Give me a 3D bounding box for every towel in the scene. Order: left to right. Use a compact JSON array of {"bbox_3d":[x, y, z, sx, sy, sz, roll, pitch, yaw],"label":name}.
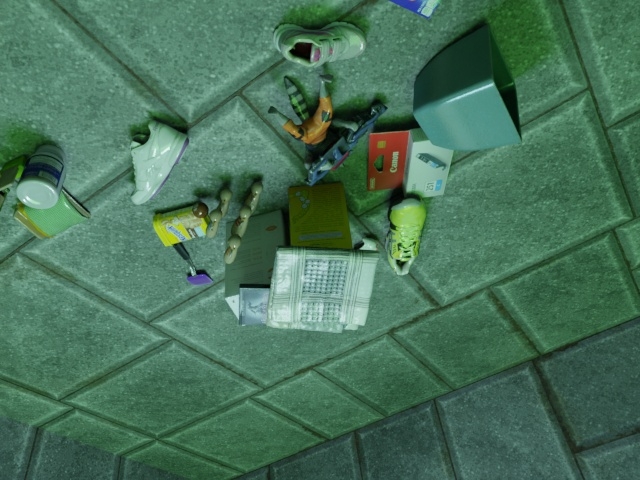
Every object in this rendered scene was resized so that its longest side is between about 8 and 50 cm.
[{"bbox_3d":[0.002,0.158,1.660,0.312,0.056,0.324,3,125,-9],"label":"towel"}]

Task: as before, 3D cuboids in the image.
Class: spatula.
[{"bbox_3d":[-0.498,0.090,2.075,0.084,0.030,0.296,-12,137,7],"label":"spatula"}]

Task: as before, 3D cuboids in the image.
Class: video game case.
[{"bbox_3d":[-0.122,0.208,1.753,0.274,0.026,0.196,1,137,-8],"label":"video game case"}]

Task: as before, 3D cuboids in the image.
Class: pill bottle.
[{"bbox_3d":[-0.812,-0.193,1.610,0.112,0.187,0.112,-5,136,-5],"label":"pill bottle"}]

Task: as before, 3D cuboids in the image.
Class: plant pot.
[{"bbox_3d":[0.405,-0.403,1.563,0.252,0.248,0.247,-15,139,30],"label":"plant pot"}]

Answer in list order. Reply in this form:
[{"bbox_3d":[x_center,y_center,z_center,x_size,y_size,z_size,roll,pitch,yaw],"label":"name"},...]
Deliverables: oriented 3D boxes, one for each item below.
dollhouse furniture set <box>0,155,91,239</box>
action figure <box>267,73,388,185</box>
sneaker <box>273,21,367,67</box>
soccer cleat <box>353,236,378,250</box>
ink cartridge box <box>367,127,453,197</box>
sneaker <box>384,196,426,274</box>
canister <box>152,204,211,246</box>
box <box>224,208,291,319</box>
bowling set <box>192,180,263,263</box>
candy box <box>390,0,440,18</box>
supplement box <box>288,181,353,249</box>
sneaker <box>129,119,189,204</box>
[{"bbox_3d":[-0.910,-0.088,1.727,0.197,0.151,0.301,-20,136,13],"label":"dollhouse furniture set"},{"bbox_3d":[0.023,-0.354,1.647,0.341,0.178,0.330,-41,142,-9],"label":"action figure"},{"bbox_3d":[0.002,-0.513,1.463,0.252,0.111,0.103,-5,137,-5],"label":"sneaker"},{"bbox_3d":[0.150,0.058,2.131,0.076,0.068,0.196,25,127,-12],"label":"soccer cleat"},{"bbox_3d":[0.290,-0.244,1.794,0.261,0.066,0.296,-8,147,-2],"label":"ink cartridge box"},{"bbox_3d":[0.317,-0.015,1.981,0.145,0.147,0.385,-8,146,0],"label":"sneaker"},{"bbox_3d":[-0.474,-0.055,1.897,0.169,0.073,0.126,-15,135,4],"label":"canister"},{"bbox_3d":[-0.201,0.089,1.894,0.215,0.345,0.168,-14,137,6],"label":"box"},{"bbox_3d":[-0.316,-0.085,1.770,0.199,0.287,0.154,20,141,-10],"label":"bowling set"},{"bbox_3d":[0.187,-0.716,1.272,0.317,0.122,0.268,15,132,-22],"label":"candy box"},{"bbox_3d":[0.000,0.000,1.822,0.195,0.357,0.194,-5,137,-1],"label":"supplement box"},{"bbox_3d":[-0.527,-0.242,1.685,0.152,0.114,0.305,31,121,-18],"label":"sneaker"}]
